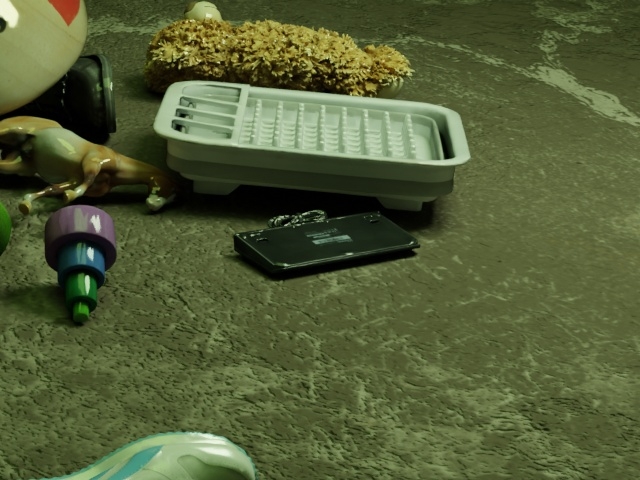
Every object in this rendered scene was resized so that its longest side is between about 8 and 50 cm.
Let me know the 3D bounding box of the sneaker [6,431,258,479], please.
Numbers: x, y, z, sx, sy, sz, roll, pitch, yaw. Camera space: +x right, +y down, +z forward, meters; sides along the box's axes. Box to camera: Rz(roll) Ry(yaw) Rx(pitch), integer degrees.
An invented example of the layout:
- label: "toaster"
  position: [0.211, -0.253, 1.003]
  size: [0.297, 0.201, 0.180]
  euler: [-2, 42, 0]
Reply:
- label: "sneaker"
  position: [-0.139, 0.196, 1.311]
  size: [0.228, 0.087, 0.092]
  euler: [-14, 34, -27]

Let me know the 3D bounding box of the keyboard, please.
- label: "keyboard"
  position: [0.000, 0.000, 1.955]
  size: [0.180, 0.023, 0.108]
  euler: [-9, 31, -35]

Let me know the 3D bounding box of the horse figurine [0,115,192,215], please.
- label: "horse figurine"
  position: [-0.287, -0.078, 2.032]
  size: [0.263, 0.066, 0.174]
  euler: [16, 25, 27]

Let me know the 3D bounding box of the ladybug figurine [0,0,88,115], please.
- label: "ladybug figurine"
  position: [-0.421, -0.275, 2.205]
  size: [0.305, 0.162, 0.449]
  euler: [-13, 30, -11]

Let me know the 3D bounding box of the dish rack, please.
- label: "dish rack"
  position: [-0.011, -0.101, 2.139]
  size: [0.333, 0.072, 0.285]
  euler: [5, 16, -1]

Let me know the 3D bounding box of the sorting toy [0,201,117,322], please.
- label: "sorting toy"
  position: [-0.360, 0.028, 1.723]
  size: [0.365, 0.127, 0.126]
  euler: [4, 49, -12]

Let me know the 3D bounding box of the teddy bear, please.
- label: "teddy bear"
  position: [-0.048, -0.232, 2.449]
  size: [0.338, 0.113, 0.245]
  euler: [10, 18, 12]

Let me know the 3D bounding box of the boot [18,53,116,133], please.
- label: "boot"
  position: [-0.369, -0.164, 2.247]
  size: [0.229, 0.091, 0.263]
  euler: [-11, 21, -26]
